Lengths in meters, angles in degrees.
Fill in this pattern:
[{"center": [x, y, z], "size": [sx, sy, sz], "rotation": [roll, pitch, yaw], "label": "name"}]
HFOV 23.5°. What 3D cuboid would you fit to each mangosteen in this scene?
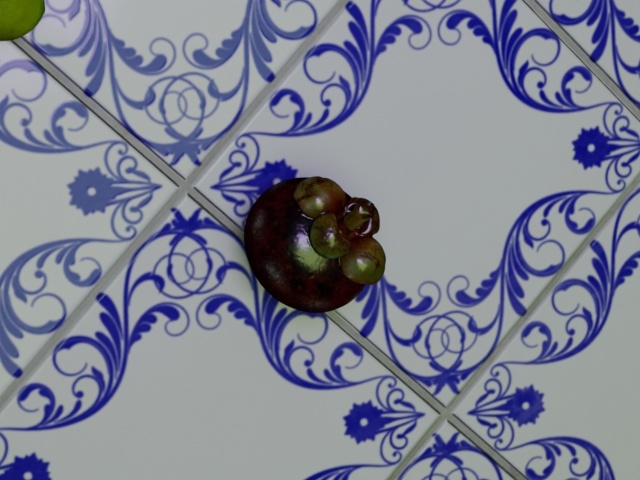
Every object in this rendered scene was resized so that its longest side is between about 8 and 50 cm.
[{"center": [0.000, 0.000, 1.955], "size": [0.200, 0.200, 0.199], "rotation": [-3, 100, -18], "label": "mangosteen"}]

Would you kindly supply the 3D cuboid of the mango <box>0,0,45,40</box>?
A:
[{"center": [-0.408, -0.304, 1.821], "size": [0.117, 0.089, 0.163], "rotation": [-37, 109, -9], "label": "mango"}]
